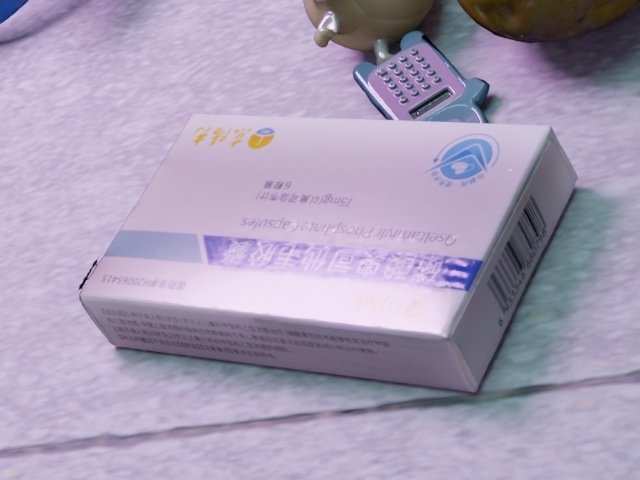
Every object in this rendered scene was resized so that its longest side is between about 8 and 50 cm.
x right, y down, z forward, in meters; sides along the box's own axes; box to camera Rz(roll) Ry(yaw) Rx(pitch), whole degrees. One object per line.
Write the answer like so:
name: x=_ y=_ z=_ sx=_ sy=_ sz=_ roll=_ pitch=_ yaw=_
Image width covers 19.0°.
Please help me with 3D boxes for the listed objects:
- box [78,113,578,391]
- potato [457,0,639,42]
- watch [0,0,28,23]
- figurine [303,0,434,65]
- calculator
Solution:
box: x=0.000 y=0.000 z=1.441 sx=0.343 sy=0.065 sz=0.200 roll=5 pitch=53 yaw=36
potato: x=0.198 y=-0.271 z=1.506 sx=0.229 sy=0.229 sz=0.266 roll=11 pitch=72 yaw=39
watch: x=-0.324 y=-0.314 z=1.872 sx=0.274 sy=0.241 sz=0.305 roll=-37 pitch=35 yaw=21
figurine: x=0.050 y=-0.311 z=1.673 sx=0.274 sy=0.226 sz=0.394 roll=-34 pitch=40 yaw=51
calculator: x=0.085 y=-0.110 z=1.518 sx=0.094 sy=0.019 sz=0.141 roll=-33 pitch=53 yaw=-6
